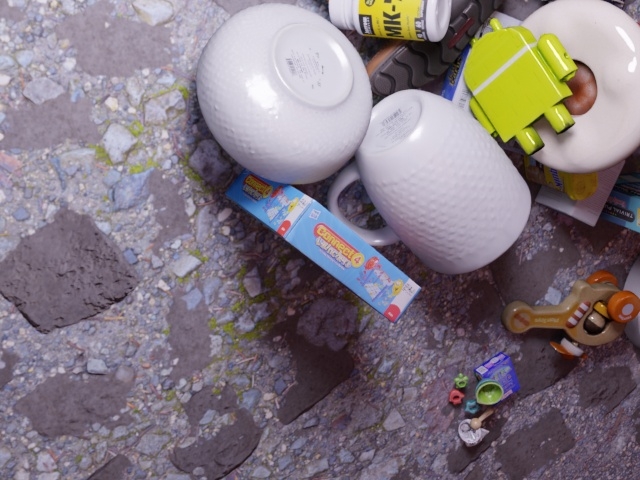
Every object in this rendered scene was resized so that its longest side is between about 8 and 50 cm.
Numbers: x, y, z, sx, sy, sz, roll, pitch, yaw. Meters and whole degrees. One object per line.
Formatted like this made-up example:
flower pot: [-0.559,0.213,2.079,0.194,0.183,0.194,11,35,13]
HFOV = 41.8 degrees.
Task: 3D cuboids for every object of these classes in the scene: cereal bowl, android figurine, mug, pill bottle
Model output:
cereal bowl: [-0.043,-0.280,1.495,0.338,0.141,0.339,11,67,-27]
android figurine: [0.393,-0.314,1.684,0.056,0.248,0.273,-21,75,-41]
mug: [0.188,-0.112,1.708,0.374,0.276,0.328,-28,129,24]
pill bottle: [0.130,-0.438,1.565,0.119,0.208,0.119,10,90,-68]

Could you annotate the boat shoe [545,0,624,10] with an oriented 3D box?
boat shoe: [0.532,-0.525,1.808,0.340,0.127,0.158,-3,101,-27]

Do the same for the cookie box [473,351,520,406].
cookie box: [0.445,0.351,2.116,0.091,0.040,0.107,-30,117,-14]

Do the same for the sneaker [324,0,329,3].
sneaker: [-0.031,-0.514,1.557,0.215,0.083,0.084,36,63,-49]

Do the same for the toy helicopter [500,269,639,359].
toy helicopter: [0.618,0.208,2.130,0.354,0.140,0.235,1,116,-17]

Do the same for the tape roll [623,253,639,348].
tape roll: [0.996,0.140,2.312,0.391,0.072,0.392,-9,110,-24]

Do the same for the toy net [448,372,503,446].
toy net: [0.378,0.435,2.090,0.122,0.045,0.232,1,118,-5]

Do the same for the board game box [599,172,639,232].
board game box: [0.828,-0.097,2.037,0.335,0.253,0.079,-7,110,-25]

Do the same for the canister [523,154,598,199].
canister: [0.543,-0.173,1.912,0.073,0.170,0.126,-22,115,-19]

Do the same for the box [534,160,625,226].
box: [0.612,-0.139,1.982,0.091,0.130,0.171,20,98,-32]

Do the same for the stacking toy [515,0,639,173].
stacking toy: [0.643,-0.357,1.805,0.479,0.350,0.351,-21,117,-41]

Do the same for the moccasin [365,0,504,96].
moccasin: [0.222,-0.442,1.681,0.380,0.147,0.139,-50,137,0]

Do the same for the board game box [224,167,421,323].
board game box: [0.000,0.000,1.613,0.308,0.302,0.086,38,87,-32]

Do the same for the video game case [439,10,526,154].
video game case: [0.390,-0.347,1.837,0.244,0.061,0.270,12,101,-29]
